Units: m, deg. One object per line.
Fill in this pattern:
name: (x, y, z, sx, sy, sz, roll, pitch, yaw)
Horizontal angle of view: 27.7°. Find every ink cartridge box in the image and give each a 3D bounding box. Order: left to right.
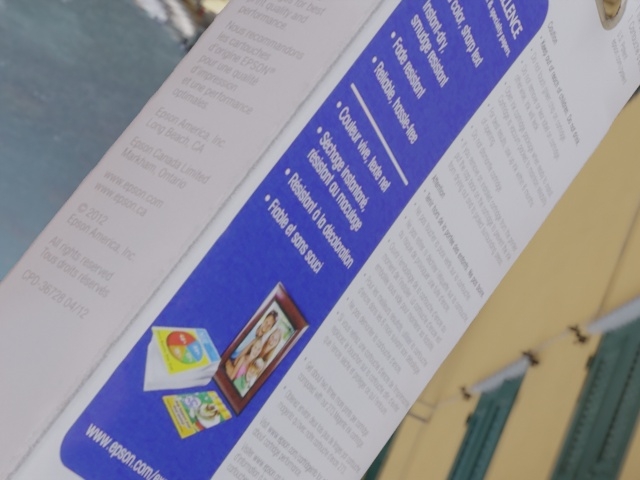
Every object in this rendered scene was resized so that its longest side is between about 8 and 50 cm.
ink cartridge box: (0.000, 0.000, 0.473, 0.069, 0.371, 0.176, 31, 166, 35)
